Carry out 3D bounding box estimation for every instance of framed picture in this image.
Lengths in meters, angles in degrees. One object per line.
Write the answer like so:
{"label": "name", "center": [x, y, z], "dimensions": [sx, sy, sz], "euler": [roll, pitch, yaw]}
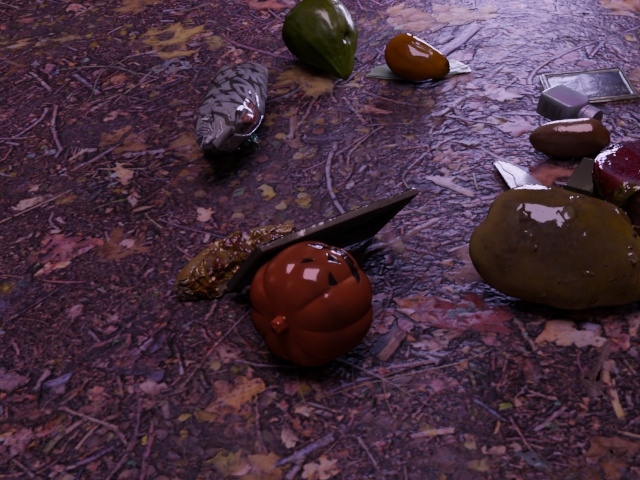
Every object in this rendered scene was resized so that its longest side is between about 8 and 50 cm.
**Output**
{"label": "framed picture", "center": [0.000, 0.000, 1.610], "dimensions": [0.289, 0.213, 0.016], "euler": [-21, 79, -24]}
{"label": "framed picture", "center": [0.572, -0.331, 2.118], "dimensions": [0.183, 0.011, 0.142], "euler": [-5, 36, 2]}

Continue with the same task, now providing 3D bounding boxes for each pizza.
{"label": "pizza", "center": [-0.146, 0.026, 1.705], "dimensions": [0.246, 0.058, 0.127], "euler": [-22, 39, -16]}

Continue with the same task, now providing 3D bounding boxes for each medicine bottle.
{"label": "medicine bottle", "center": [0.502, -0.262, 1.984], "dimensions": [0.074, 0.055, 0.118], "euler": [-26, 47, -39]}

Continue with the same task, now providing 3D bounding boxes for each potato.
{"label": "potato", "center": [0.384, 0.013, 1.549], "dimensions": [0.296, 0.141, 0.191], "euler": [15, 74, 10]}

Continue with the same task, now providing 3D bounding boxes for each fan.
{"label": "fan", "center": [0.224, -0.393, 2.268], "dimensions": [0.240, 0.009, 0.131], "euler": [-2, 34, 7]}

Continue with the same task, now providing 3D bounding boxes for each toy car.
{"label": "toy car", "center": [-0.187, -0.198, 2.041], "dimensions": [0.122, 0.035, 0.059], "euler": [-11, 29, -1]}

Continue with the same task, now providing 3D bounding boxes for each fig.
{"label": "fig", "center": [0.006, -0.481, 2.298], "dimensions": [0.167, 0.167, 0.233], "euler": [-17, 30, -13]}

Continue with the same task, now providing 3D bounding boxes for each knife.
{"label": "knife", "center": [0.382, -0.072, 1.770], "dimensions": [0.081, 0.043, 0.336], "euler": [-3, 33, -4]}

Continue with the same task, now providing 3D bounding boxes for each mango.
{"label": "mango", "center": [0.210, -0.409, 2.210], "dimensions": [0.105, 0.084, 0.159], "euler": [-38, 44, -27]}

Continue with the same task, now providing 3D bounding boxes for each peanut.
{"label": "peanut", "center": [0.476, -0.196, 1.893], "dimensions": [0.152, 0.076, 0.076], "euler": [0, 36, 18]}

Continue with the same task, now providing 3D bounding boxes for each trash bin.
{"label": "trash bin", "center": [0.483, -0.104, 1.795], "dimensions": [0.061, 0.043, 0.092], "euler": [20, 47, 32]}

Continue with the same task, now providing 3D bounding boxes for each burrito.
{"label": "burrito", "center": [-0.184, -0.272, 2.038], "dimensions": [0.139, 0.101, 0.445], "euler": [-8, 25, 6]}

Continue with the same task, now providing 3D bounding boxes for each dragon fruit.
{"label": "dragon fruit", "center": [0.570, -0.076, 1.664], "dimensions": [0.211, 0.147, 0.282], "euler": [18, 34, 36]}

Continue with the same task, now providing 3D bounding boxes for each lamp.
{"label": "lamp", "center": [-0.019, 0.098, 1.475], "dimensions": [0.188, 0.187, 0.164], "euler": [18, 32, 30]}
